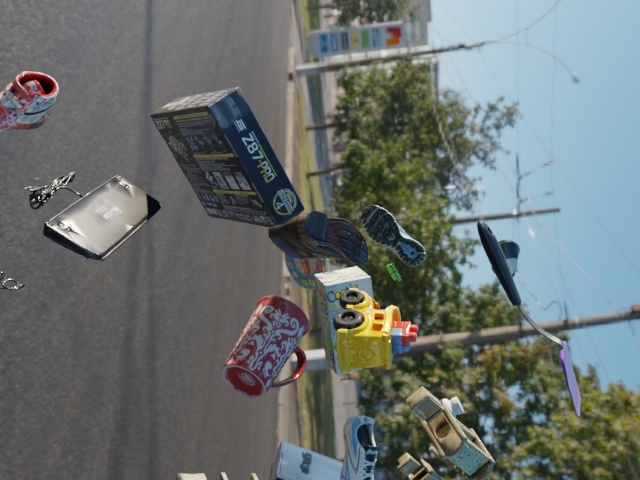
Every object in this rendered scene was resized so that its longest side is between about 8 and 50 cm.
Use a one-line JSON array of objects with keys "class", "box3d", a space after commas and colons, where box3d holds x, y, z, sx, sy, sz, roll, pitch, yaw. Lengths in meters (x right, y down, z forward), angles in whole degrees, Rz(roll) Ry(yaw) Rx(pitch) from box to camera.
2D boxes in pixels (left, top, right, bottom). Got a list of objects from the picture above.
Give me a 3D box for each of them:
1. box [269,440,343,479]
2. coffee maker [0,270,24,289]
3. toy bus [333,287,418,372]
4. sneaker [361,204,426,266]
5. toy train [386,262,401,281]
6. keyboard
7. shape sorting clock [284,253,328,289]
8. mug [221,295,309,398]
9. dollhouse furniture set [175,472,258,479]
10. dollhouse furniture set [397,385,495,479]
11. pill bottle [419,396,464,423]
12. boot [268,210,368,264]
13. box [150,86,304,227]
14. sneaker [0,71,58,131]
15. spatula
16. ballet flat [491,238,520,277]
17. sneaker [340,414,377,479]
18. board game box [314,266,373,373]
[{"class": "box", "box3d": [0.003, 0.688, 1.927, 0.169, 0.290, 0.087, -88, -160, -71]}, {"class": "coffee maker", "box3d": [-0.863, 0.161, 1.717, 0.178, 0.171, 0.120, -67, 172, 17]}, {"class": "toy bus", "box3d": [0.147, 0.227, 1.774, 0.220, 0.212, 0.149, -73, 157, -58]}, {"class": "sneaker", "box3d": [0.146, -0.008, 1.431, 0.162, 0.063, 0.073, 45, 2, -4]}, {"class": "toy train", "box3d": [0.201, 0.090, 1.891, 0.083, 0.024, 0.017, 56, 20, -48]}, {"class": "keyboard", "box3d": [-0.454, -0.067, 1.358, 0.033, 0.201, 0.317, -54, -175, 22]}, {"class": "shape sorting clock", "box3d": [-0.051, 0.061, 2.249, 0.040, 0.206, 0.206, -17, 105, -46]}, {"class": "mug", "box3d": [-0.090, 0.210, 1.282, 0.113, 0.150, 0.169, -52, -176, 46]}, {"class": "dollhouse furniture set", "box3d": [-0.224, 0.598, 1.496, 0.129, 0.184, 0.129, -148, -111, -65]}, {"class": "dollhouse furniture set", "box3d": [0.196, 0.390, 1.250, 0.182, 0.161, 0.101, 43, 8, -31]}, {"class": "pill bottle", "box3d": [0.344, 0.492, 1.958, 0.067, 0.120, 0.067, 60, 10, -18]}, {"class": "boot", "box3d": [0.000, 0.000, 1.339, 0.219, 0.106, 0.082, 29, 60, -47]}, {"class": "box", "box3d": [-0.235, -0.192, 1.643, 0.395, 0.097, 0.318, 10, -45, 58]}, {"class": "sneaker", "box3d": [-0.684, -0.284, 1.455, 0.090, 0.145, 0.270, 54, 40, 4]}, {"class": "spatula", "box3d": [0.289, 0.103, 0.939, 0.296, 0.030, 0.084, 58, 25, 1]}, {"class": "ballet flat", "box3d": [0.458, 0.058, 1.686, 0.203, 0.074, 0.074, 61, 23, -68]}, {"class": "sneaker", "box3d": [0.101, 0.548, 1.679, 0.086, 0.085, 0.237, -23, -119, 47]}, {"class": "board game box", "box3d": [0.079, 0.235, 2.060, 0.142, 0.144, 0.275, -141, -138, -72]}]
